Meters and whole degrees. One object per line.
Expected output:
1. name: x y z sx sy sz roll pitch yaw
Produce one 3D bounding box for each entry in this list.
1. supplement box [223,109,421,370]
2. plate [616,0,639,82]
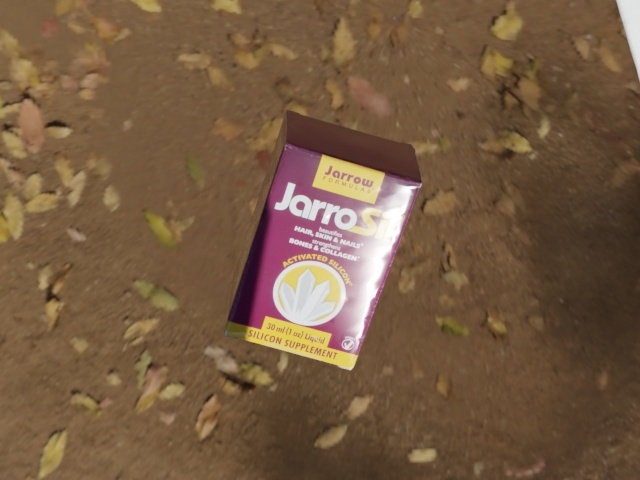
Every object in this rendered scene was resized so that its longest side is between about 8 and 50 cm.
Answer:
1. supplement box: 0.000 0.000 0.443 0.054 0.043 0.083 15 112 -7
2. plate: 0.162 -0.249 0.517 0.045 0.278 0.277 -2 138 31
